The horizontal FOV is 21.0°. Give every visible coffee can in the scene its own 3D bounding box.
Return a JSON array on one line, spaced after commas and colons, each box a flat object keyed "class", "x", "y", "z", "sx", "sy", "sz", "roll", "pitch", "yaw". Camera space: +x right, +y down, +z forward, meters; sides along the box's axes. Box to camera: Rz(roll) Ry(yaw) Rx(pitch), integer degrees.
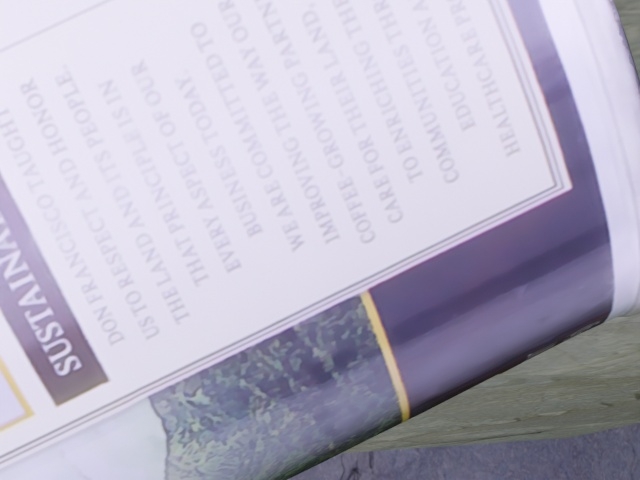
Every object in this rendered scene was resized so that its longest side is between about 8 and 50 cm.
[{"class": "coffee can", "x": -0.091, "y": -0.014, "z": 0.394, "sx": 0.275, "sy": 0.201, "sz": 0.201, "roll": -26, "pitch": 169, "yaw": -3}]
